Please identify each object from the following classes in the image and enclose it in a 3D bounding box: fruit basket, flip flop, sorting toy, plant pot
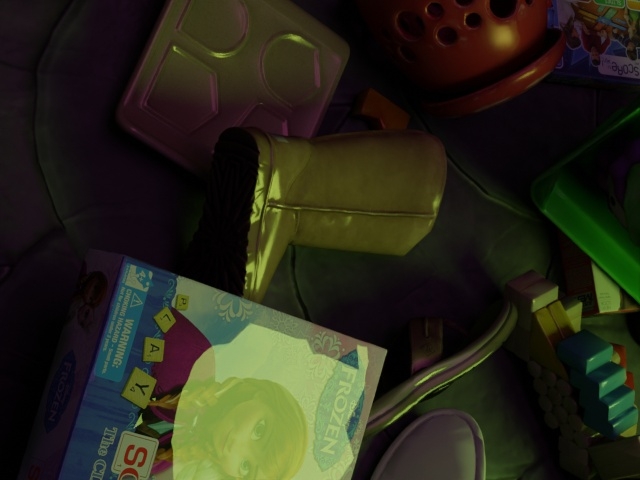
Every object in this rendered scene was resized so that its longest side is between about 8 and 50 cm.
[{"bbox_3d":[0.415,0.021,1.711,0.392,0.283,0.392,18,56,-29],"label":"fruit basket"},{"bbox_3d":[0.094,0.125,1.679,0.277,0.112,0.080,-30,81,-28],"label":"flip flop"},{"bbox_3d":[-0.052,-0.136,1.679,0.307,0.041,0.229,32,66,-30],"label":"sorting toy"},{"bbox_3d":[0.151,-0.234,1.743,0.191,0.191,0.174,-38,110,-33],"label":"plant pot"}]

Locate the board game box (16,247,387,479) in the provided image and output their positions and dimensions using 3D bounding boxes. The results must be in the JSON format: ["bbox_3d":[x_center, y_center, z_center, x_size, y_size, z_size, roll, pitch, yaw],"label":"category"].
[{"bbox_3d":[-0.110,0.204,1.468,0.318,0.066,0.318,21,82,-39],"label":"board game box"}]

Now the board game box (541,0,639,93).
[{"bbox_3d":[0.317,-0.248,1.937,0.201,0.035,0.136,4,77,-32],"label":"board game box"}]

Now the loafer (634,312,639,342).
[{"bbox_3d":[0.470,0.101,1.927,0.220,0.078,0.080,-2,80,-32],"label":"loafer"}]

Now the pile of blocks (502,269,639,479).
[{"bbox_3d":[0.322,0.186,1.772,0.113,0.149,0.362,-26,93,-34],"label":"pile of blocks"}]

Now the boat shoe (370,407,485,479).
[{"bbox_3d":[0.098,0.323,1.650,0.099,0.116,0.319,69,31,-56],"label":"boat shoe"}]

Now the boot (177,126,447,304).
[{"bbox_3d":[0.000,0.000,1.635,0.269,0.089,0.236,2,111,-46],"label":"boot"}]

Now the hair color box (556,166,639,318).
[{"bbox_3d":[0.320,0.001,1.871,0.093,0.053,0.167,-3,82,-33],"label":"hair color box"}]
